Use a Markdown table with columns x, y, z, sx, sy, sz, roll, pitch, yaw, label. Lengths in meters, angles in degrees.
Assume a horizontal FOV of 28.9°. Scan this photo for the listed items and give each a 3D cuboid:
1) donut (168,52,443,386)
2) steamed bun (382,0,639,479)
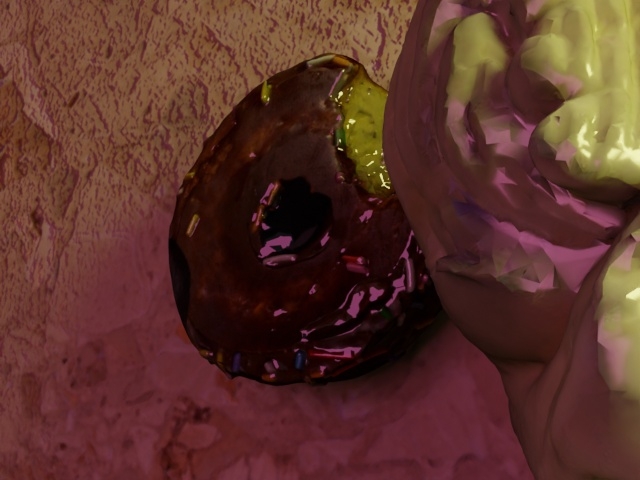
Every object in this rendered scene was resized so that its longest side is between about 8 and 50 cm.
| x | y | z | sx | sy | sz | roll | pitch | yaw | label |
| --- | --- | --- | --- | --- | --- | --- | --- | --- | --- |
| -0.001 | -0.001 | 0.850 | 0.216 | 0.096 | 0.230 | -49 | 51 | 13 | donut |
| 0.211 | 0.004 | 0.597 | 0.352 | 0.247 | 0.339 | -3 | 53 | -3 | steamed bun |
